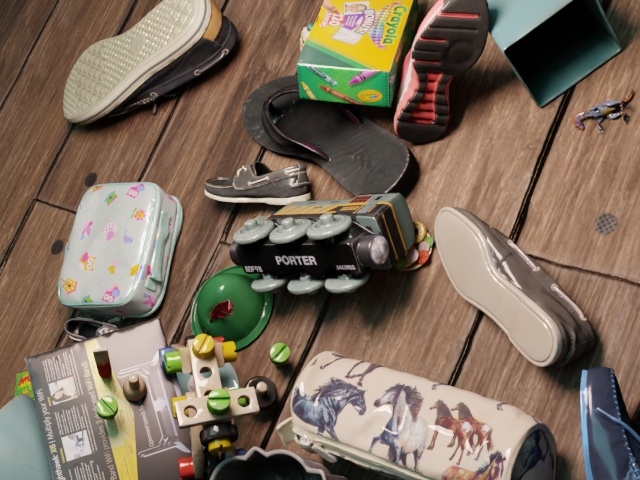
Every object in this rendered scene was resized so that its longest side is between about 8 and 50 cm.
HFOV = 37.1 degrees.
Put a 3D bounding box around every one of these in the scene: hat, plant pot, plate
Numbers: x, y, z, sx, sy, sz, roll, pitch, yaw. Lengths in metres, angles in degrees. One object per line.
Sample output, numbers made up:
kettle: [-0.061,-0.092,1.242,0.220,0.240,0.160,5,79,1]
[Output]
hat: [-0.197,0.092,1.699,0.208,0.183,0.173,-15,61,25]
plant pot: [0.354,-0.384,1.608,0.165,0.165,0.234,-36,48,12]
plate: [-0.230,0.289,1.728,0.188,0.024,0.188,-14,61,27]
plant pot: [-0.534,0.451,1.712,0.195,0.290,0.290,32,85,1]

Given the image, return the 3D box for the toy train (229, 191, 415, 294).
toy train: [0.000,0.000,1.626,0.334,0.142,0.190,-2,25,42]

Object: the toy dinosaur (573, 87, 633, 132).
toy dinosaur: [0.454,-0.204,1.545,0.082,0.047,0.090,5,37,43]

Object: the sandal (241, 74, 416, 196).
sandal: [-0.003,-0.215,1.772,0.446,0.107,0.167,33,86,41]

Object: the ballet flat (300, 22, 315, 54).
ballet flat: [0.040,-0.341,1.840,0.241,0.091,0.077,45,125,42]

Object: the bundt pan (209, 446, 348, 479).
bundt pan: [-0.049,0.476,1.437,0.331,0.124,0.331,-6,78,32]

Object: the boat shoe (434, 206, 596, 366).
boat shoe: [0.294,0.068,1.481,0.335,0.095,0.112,55,136,40]

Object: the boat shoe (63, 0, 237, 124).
boat shoe: [-0.379,-0.370,2.062,0.500,0.156,0.187,-24,61,34]

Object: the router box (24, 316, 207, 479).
router box: [-0.350,0.315,1.645,0.243,0.081,0.309,-16,70,-10]

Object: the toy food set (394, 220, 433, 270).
toy food set: [0.153,0.013,1.624,0.083,0.020,0.082,-33,55,14]

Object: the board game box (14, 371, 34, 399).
board game box: [-0.526,0.297,1.895,0.181,0.043,0.092,-16,60,24]

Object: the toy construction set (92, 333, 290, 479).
toy construction set: [-0.218,0.231,1.519,0.309,0.237,0.257,14,66,-2]

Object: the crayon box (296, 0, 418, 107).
crayon box: [0.073,-0.360,1.725,0.165,0.081,0.278,7,47,12]

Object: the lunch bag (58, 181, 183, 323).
lunch bag: [-0.393,0.025,1.903,0.224,0.108,0.279,-1,68,27]

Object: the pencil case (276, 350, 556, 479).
pencil case: [0.144,0.294,1.403,0.410,0.160,0.183,13,50,35]

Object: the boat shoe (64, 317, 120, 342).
boat shoe: [-0.422,0.198,1.864,0.206,0.065,0.075,15,76,36]

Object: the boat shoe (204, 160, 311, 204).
boat shoe: [-0.122,-0.113,1.801,0.233,0.084,0.079,2,109,33]

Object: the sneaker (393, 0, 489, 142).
sneaker: [0.186,-0.316,1.621,0.314,0.116,0.136,111,160,-47]

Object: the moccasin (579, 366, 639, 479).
moccasin: [0.421,0.333,1.255,0.117,0.138,0.342,-14,75,21]
